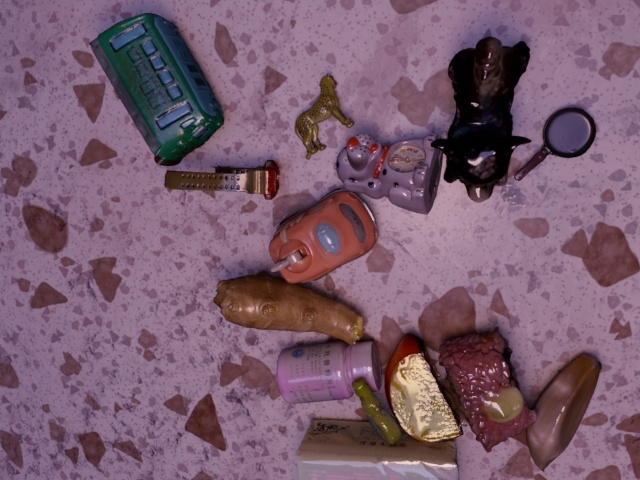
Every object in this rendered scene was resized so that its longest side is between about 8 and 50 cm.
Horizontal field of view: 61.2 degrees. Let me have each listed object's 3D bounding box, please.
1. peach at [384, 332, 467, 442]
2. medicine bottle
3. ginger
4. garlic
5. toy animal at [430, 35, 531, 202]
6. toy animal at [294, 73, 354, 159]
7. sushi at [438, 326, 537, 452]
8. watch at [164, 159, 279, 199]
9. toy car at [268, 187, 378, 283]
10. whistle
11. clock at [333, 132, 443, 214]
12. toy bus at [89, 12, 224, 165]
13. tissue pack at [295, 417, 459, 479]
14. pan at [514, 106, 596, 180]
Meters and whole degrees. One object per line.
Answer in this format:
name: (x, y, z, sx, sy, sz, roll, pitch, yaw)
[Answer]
peach: (0.237, 0.375, 1.368, 0.154, 0.159, 0.267, -28, 83, 5)
medicine bottle: (0.024, 0.342, 1.420, 0.254, 0.152, 0.152, -11, 99, 15)
ginger: (-0.084, 0.182, 1.382, 0.375, 0.236, 0.166, 28, 74, -23)
garlic: (0.583, 0.413, 1.316, 0.112, 0.143, 0.318, 43, 109, 47)
toy animal: (0.338, -0.250, 1.140, 0.194, 0.303, 0.344, 3, 102, 16)
toy animal: (-0.008, -0.301, 1.338, 0.181, 0.073, 0.136, -38, 83, 30)
sushi: (0.402, 0.354, 1.294, 0.171, 0.236, 0.270, -22, 97, 4)
watch: (-0.235, -0.156, 1.363, 0.268, 0.165, 0.102, 3, 102, 10)
toy car: (0.000, 0.000, 1.318, 0.270, 0.212, 0.180, -29, 94, 17)
whistle: (0.139, 0.418, 1.337, 0.057, 0.104, 0.198, -34, 109, -18)
clock: (0.149, -0.172, 1.282, 0.254, 0.189, 0.189, 13, 105, 18)
toy bus: (-0.387, -0.380, 1.346, 0.199, 0.183, 0.343, -28, 96, 12)
tissue pack: (0.160, 0.665, 1.429, 0.405, 0.205, 0.331, -2, 102, 13)
pan: (0.528, -0.211, 1.236, 0.212, 0.040, 0.115, -43, 91, 11)
